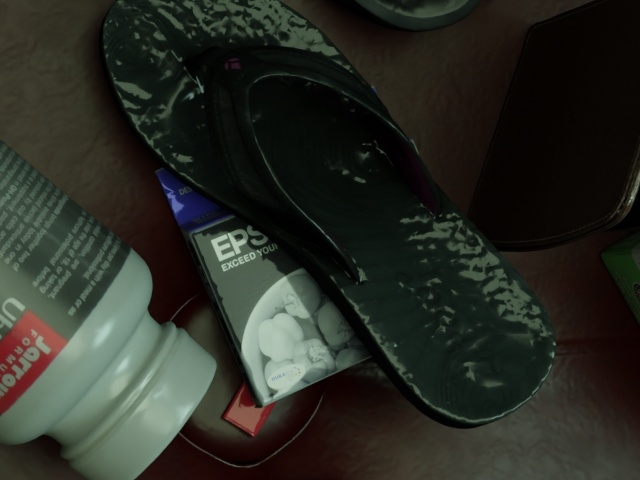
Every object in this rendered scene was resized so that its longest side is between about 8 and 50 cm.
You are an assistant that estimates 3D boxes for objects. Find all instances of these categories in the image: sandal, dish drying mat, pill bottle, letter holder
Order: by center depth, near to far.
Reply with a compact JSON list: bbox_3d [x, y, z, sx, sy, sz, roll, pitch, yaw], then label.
[{"bbox_3d":[-0.236,0.037,1.349,0.318,0.176,0.176,40,76,-11],"label":"pill bottle"},{"bbox_3d":[0.017,-0.050,1.419,0.446,0.107,0.167,44,71,2],"label":"sandal"},{"bbox_3d":[0.254,-0.067,1.439,0.152,0.302,0.214,23,80,-15],"label":"letter holder"},{"bbox_3d":[-0.045,0.115,1.490,0.032,0.008,0.083,33,79,-12],"label":"dish drying mat"}]

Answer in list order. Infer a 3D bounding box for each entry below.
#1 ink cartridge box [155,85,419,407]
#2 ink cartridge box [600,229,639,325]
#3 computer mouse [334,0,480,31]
[{"bbox_3d":[0.000,0.000,1.488,0.206,0.045,0.208,-23,89,-17],"label":"ink cartridge box"},{"bbox_3d":[0.369,0.059,1.481,0.114,0.273,0.198,-32,96,-16],"label":"ink cartridge box"},{"bbox_3d":[0.017,-0.268,1.507,0.272,0.072,0.188,37,79,1],"label":"computer mouse"}]
